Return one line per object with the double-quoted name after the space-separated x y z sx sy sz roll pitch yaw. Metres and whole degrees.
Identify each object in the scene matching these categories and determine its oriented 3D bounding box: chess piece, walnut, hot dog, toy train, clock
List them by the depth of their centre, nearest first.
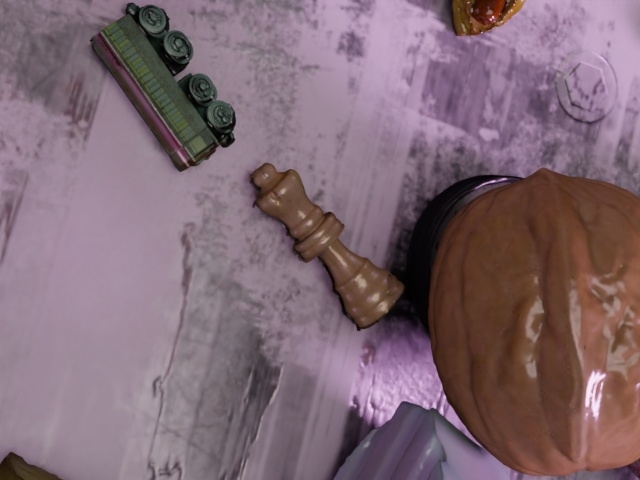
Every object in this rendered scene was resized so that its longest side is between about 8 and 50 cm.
0.202 0.068 0.969 0.225 0.225 0.261 -6 92 -21 "walnut"
-0.131 -0.133 0.975 0.071 0.038 0.148 -38 101 -19 "toy train"
0.000 0.000 1.015 0.060 0.060 0.172 -46 102 -16 "chess piece"
0.172 0.027 1.086 0.184 0.040 0.184 0 89 -21 "clock"
0.182 -0.268 1.088 0.078 0.061 0.169 27 79 -20 "hot dog"

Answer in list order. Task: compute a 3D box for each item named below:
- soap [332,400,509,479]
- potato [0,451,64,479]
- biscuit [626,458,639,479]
0.038 0.310 0.937 0.115 0.208 0.347 37 75 -18 "soap"
-0.193 0.337 0.863 0.269 0.112 0.255 27 87 5 "potato"
0.386 0.205 1.098 0.309 0.079 0.186 42 70 16 "biscuit"
